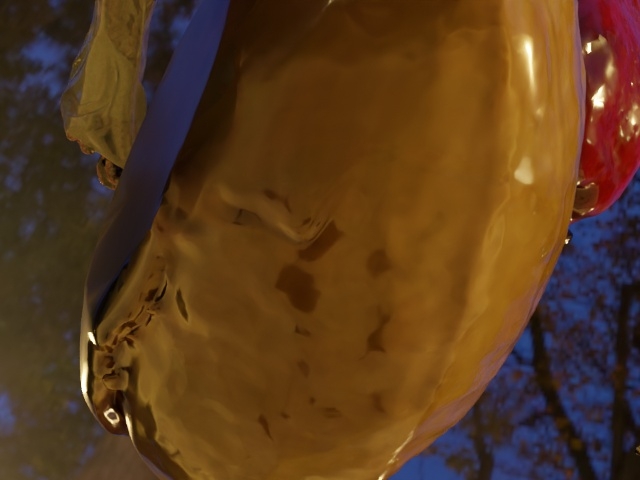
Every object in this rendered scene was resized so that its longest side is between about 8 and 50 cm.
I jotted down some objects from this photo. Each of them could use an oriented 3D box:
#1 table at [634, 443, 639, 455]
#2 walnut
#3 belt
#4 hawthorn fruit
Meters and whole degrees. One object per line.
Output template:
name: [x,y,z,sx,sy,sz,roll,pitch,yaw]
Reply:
table: [0.345,0.170,1.042,0.317,0.249,0.317,41,-22,20]
walnut: [0.000,0.000,0.443,0.137,0.137,0.245,24,-62,-4]
belt: [-0.145,-0.148,1.055,0.071,0.053,0.232,3,-60,-14]
hawthorn fruit: [0.136,-0.114,1.143,0.265,0.307,0.265,-4,-37,-3]
